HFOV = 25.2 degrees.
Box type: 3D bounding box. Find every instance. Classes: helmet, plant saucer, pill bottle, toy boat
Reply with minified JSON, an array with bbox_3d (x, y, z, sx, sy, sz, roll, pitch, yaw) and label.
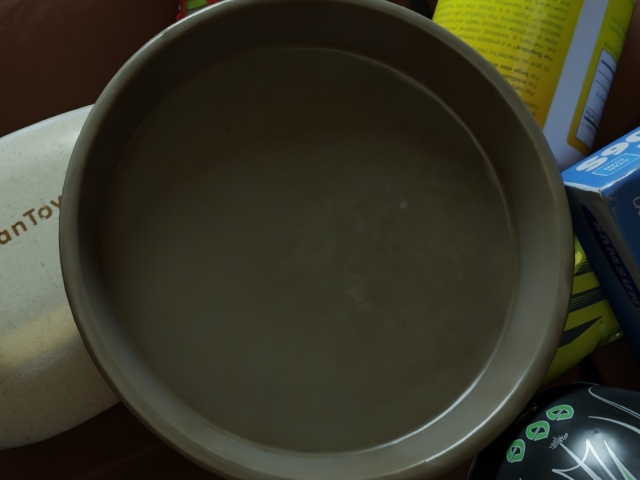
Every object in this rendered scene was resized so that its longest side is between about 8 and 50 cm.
[{"bbox_3d":[0.166,0.165,0.752,0.169,0.161,0.169,-9,114,-20],"label":"helmet"},{"bbox_3d":[0.000,0.000,0.766,0.277,0.041,0.278,3,76,-11],"label":"plant saucer"},{"bbox_3d":[0.121,-0.110,0.878,0.117,0.117,0.215,18,85,2],"label":"pill bottle"},{"bbox_3d":[-0.140,0.082,0.843,0.267,0.148,0.318,-26,63,-5],"label":"toy boat"}]

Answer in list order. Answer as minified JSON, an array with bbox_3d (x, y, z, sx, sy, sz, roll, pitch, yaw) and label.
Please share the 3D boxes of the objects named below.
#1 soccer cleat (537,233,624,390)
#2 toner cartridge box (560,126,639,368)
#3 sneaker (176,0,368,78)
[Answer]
[{"bbox_3d":[0.209,0.003,0.881,0.121,0.093,0.289,42,86,1],"label":"soccer cleat"},{"bbox_3d":[0.286,0.079,0.830,0.165,0.075,0.348,-31,102,-9],"label":"toner cartridge box"},{"bbox_3d":[-0.065,-0.155,0.894,0.279,0.107,0.118,50,126,17],"label":"sneaker"}]
